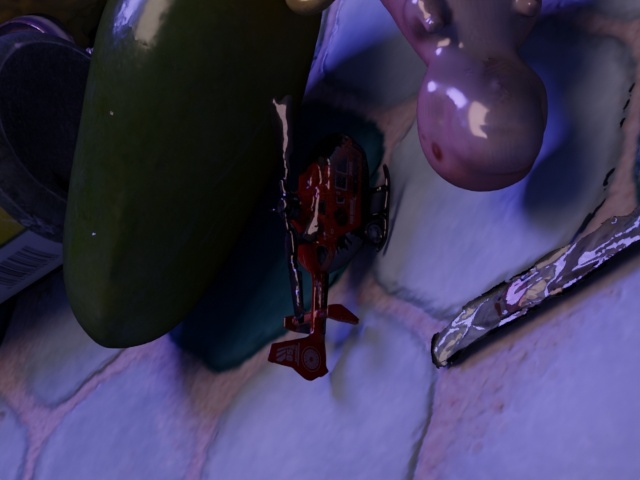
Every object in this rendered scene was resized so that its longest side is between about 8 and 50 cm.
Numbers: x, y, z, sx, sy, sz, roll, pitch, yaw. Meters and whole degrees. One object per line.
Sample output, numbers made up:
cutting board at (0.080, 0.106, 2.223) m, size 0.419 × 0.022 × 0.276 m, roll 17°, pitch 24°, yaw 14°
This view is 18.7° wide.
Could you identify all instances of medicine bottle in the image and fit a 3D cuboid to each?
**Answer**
medicine bottle at (-0.249, -0.010, 1.252) m, size 0.293 × 0.141 × 0.141 m, roll -30°, pitch 39°, yaw 37°

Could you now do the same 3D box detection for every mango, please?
mango at (-0.070, -0.062, 1.058) m, size 0.156 × 0.114 × 0.251 m, roll -55°, pitch -22°, yaw -87°

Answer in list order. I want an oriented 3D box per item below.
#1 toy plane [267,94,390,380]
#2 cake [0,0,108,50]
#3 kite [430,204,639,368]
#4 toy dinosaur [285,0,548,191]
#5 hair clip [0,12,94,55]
toy plane at (0.000, 0.000, 0.972) m, size 0.037 × 0.060 × 0.145 m, roll -17°, pitch 63°, yaw 47°
cake at (-0.221, -0.297, 1.408) m, size 0.222 × 0.227 × 0.286 m, roll -28°, pitch 42°, yaw 32°
kite at (0.163, -0.025, 0.812) m, size 0.314 × 0.011 × 0.335 m, roll -31°, pitch 37°, yaw 36°
toy dinosaur at (0.081, -0.119, 0.940) m, size 0.194 × 0.152 × 0.177 m, roll -152°, pitch 60°, yaw -70°
hair clip at (-0.192, -0.100, 1.334) m, size 0.172 × 0.049 × 0.116 m, roll -12°, pitch 76°, yaw 42°
